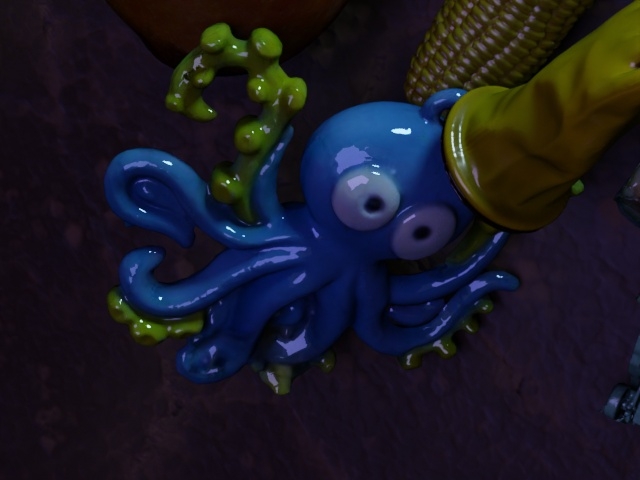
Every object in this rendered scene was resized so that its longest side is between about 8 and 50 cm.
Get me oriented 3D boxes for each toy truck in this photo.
[{"bbox_3d":[0.281,0.088,1.253,0.080,0.078,0.154,25,126,20],"label":"toy truck"}]

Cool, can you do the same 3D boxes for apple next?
[{"bbox_3d":[-0.079,-0.241,1.272,0.230,0.230,0.230,5,101,25],"label":"apple"}]

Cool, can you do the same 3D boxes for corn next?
[{"bbox_3d":[0.172,-0.207,1.230,0.106,0.106,0.305,42,119,13],"label":"corn"}]

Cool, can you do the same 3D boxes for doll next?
[{"bbox_3d":[0.000,0.000,1.260,0.346,0.099,0.341,32,112,-23],"label":"doll"}]

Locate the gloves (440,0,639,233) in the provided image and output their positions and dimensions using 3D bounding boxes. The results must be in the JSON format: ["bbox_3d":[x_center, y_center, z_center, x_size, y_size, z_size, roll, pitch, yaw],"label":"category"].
[{"bbox_3d":[0.215,-0.108,1.080,0.116,0.133,0.294,35,143,-18],"label":"gloves"}]

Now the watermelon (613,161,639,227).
[{"bbox_3d":[0.299,-0.034,1.166,0.231,0.146,0.128,18,70,-16],"label":"watermelon"}]
